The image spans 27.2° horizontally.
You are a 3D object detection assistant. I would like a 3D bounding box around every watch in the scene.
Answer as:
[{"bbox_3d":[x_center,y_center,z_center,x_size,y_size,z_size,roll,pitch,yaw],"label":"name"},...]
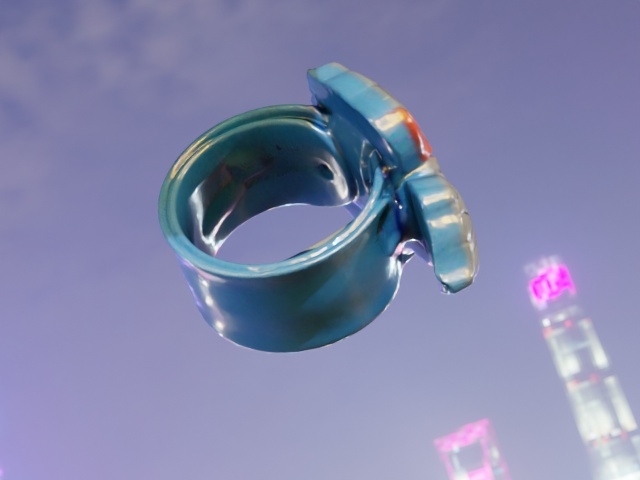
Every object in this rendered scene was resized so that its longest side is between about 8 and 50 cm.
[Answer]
[{"bbox_3d":[0.000,0.000,1.325,0.274,0.305,0.241,-29,-45,-11],"label":"watch"}]
